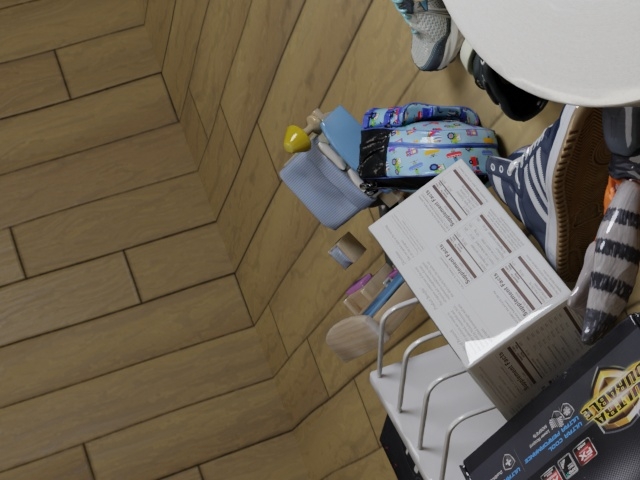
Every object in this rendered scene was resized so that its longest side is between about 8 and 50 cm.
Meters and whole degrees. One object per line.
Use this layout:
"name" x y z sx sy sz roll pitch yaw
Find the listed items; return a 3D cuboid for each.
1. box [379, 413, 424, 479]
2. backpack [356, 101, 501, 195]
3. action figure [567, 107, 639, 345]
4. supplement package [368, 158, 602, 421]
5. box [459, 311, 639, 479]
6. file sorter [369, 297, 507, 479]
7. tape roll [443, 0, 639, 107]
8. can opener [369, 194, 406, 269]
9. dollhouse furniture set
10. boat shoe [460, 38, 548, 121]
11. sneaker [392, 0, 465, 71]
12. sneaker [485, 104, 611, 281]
"box" 0.194 0.293 2.080 0.270 0.143 0.165 97 151 -59
"backpack" 0.148 -0.114 1.773 0.173 0.158 0.117 1 90 60
"action figure" 0.311 -0.076 1.147 0.341 0.178 0.330 -165 73 -67
"supplement package" 0.206 0.074 1.650 0.204 0.145 0.262 50 -174 -45
"box" 0.318 0.277 1.467 0.295 0.073 0.293 -46 52 30
"file sorter" 0.210 0.206 1.828 0.173 0.193 0.277 90 157 -48
"tape roll" 0.236 -0.296 1.080 0.392 0.072 0.392 6 98 48
"can opener" 0.105 -0.035 2.144 0.074 0.093 0.280 -131 22 -53
"dollhouse furniture set" 0.000 0.000 2.031 0.303 0.198 0.286 47 151 -4
"boat shoe" 0.221 -0.215 1.440 0.340 0.127 0.113 112 137 -70
"sneaker" 0.108 -0.329 1.717 0.110 0.122 0.283 -123 22 -47
"sneaker" 0.254 -0.095 1.513 0.282 0.099 0.153 85 159 -49
